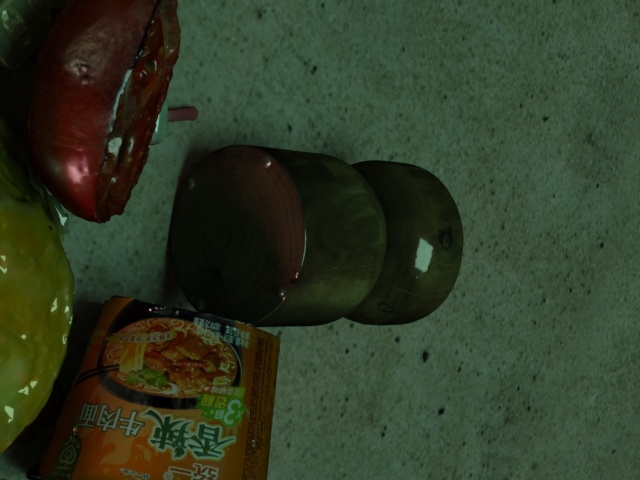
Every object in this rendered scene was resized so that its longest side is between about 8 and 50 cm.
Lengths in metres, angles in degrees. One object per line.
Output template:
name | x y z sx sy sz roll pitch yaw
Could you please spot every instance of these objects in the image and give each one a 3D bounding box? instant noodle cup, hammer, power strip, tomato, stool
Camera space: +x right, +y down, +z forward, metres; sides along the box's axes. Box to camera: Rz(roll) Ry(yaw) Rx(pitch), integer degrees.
instant noodle cup | -0.139 0.161 1.325 0.230 0.230 0.182 27 73 -50
hammer | -0.144 -0.120 1.363 0.083 0.031 0.052 -14 116 -54
power strip | -0.243 -0.203 1.213 0.123 0.032 0.056 -53 138 -25
tomato | -0.191 -0.128 1.206 0.228 0.101 0.228 -166 -90 -90
stool | 0.000 0.000 1.454 0.264 0.179 0.179 2 100 -50

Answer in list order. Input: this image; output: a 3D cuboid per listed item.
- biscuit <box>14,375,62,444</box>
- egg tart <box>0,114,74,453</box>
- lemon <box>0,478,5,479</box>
biscuit | -0.273 0.153 1.310 0.091 0.015 0.078 -30 124 -40
egg tart | -0.323 0.059 1.114 0.388 0.169 0.388 -24 121 -49
lemon | -0.292 0.302 1.218 0.173 0.173 0.206 33 56 -50
